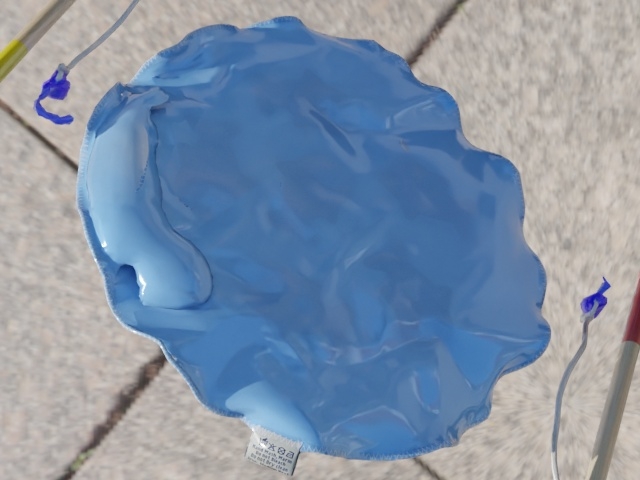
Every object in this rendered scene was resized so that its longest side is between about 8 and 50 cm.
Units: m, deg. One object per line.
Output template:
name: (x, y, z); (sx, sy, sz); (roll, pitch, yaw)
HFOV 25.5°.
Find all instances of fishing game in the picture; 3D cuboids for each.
fishing game: (0.000, 0.000, 0.509); (0.264, 0.041, 0.189); (31, 49, -8)
